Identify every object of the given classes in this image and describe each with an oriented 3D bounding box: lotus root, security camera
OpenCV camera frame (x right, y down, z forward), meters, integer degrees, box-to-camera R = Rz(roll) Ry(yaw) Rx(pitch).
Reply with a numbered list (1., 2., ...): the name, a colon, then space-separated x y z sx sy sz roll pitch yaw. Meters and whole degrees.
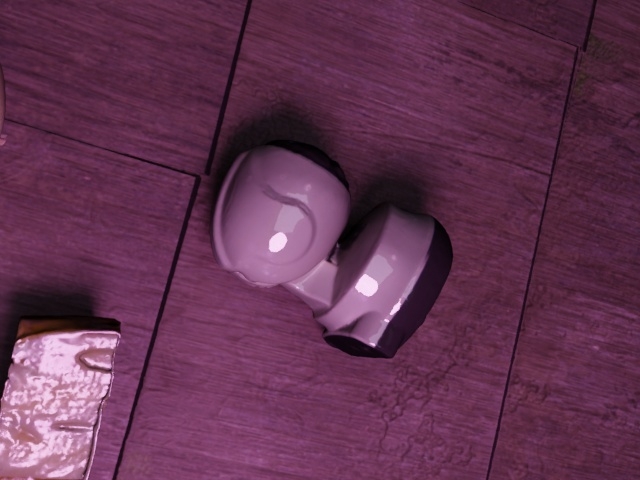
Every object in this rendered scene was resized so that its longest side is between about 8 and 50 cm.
1. lotus root: -0.299 0.191 1.128 0.119 0.138 0.234 13 86 -16
2. security camera: 0.000 0.000 1.227 0.277 0.197 0.191 31 78 -10

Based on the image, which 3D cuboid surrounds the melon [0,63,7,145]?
1. melon: -0.462 -0.164 0.991 0.330 0.268 0.268 25 81 -25
